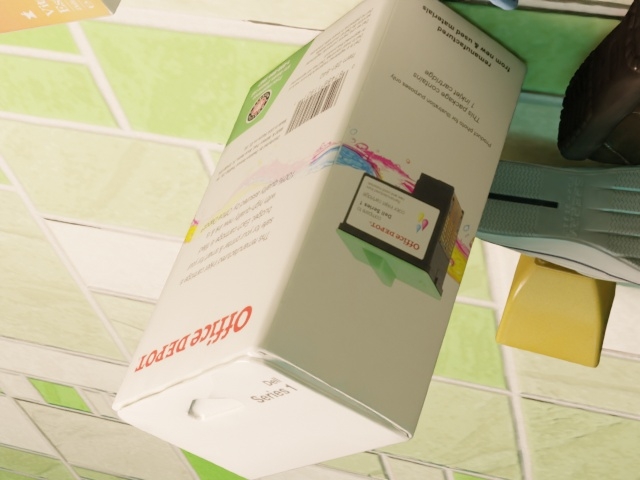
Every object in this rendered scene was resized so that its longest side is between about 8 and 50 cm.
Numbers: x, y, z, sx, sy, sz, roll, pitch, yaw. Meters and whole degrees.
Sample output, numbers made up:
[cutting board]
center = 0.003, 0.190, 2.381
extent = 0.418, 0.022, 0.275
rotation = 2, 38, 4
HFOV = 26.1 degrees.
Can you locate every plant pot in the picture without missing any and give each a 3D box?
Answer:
[plant pot]
center = 0.184, 0.033, 1.049
extent = 0.081, 0.081, 0.083
rotation = 14, 141, 12

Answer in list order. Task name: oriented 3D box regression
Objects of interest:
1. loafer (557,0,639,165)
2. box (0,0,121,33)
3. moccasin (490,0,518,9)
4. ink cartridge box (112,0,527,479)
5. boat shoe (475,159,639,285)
[loafer]
center = 0.213, -0.107, 0.797
extent = 0.078, 0.080, 0.220
rotation = 14, 158, -10
[box]
center = -0.210, -0.205, 0.866
extent = 0.170, 0.091, 0.130
rotation = -3, 145, 35
[moccasin]
center = 0.121, -0.175, 0.663
extent = 0.342, 0.138, 0.117
rotation = 7, 154, 25
[ink cartridge box]
center = 0.000, 0.000, 0.894
extent = 0.117, 0.278, 0.201
rotation = 32, 150, -20
[boat shoe]
center = 0.204, -0.014, 0.971
extent = 0.226, 0.083, 0.076
rotation = 16, 175, 13
